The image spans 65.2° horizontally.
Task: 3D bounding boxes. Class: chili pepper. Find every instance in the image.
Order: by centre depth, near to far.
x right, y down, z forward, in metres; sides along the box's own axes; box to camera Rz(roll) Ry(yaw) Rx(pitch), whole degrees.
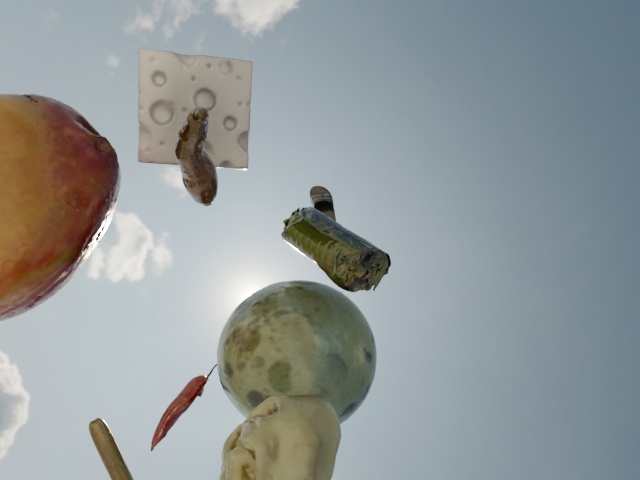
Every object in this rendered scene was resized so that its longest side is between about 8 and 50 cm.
[{"bbox_3d":[-0.345,0.408,1.268,0.050,0.268,0.059,44,-35,-5],"label":"chili pepper"}]

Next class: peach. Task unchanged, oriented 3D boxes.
[{"bbox_3d":[-0.479,-0.057,0.753,0.373,0.372,0.290,-31,-63,31],"label":"peach"}]

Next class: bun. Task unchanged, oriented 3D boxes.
[{"bbox_3d":[-0.073,0.315,0.709,0.133,0.231,0.231,33,-64,-12],"label":"bun"}]

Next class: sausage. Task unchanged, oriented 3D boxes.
[{"bbox_3d":[-0.263,0.282,0.637,0.024,0.024,0.132,2,-65,34],"label":"sausage"}]

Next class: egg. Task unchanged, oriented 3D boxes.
[{"bbox_3d":[-0.055,0.259,1.120,0.345,0.428,0.345,-4,-101,24],"label":"egg"}]

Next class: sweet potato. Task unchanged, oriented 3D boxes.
[{"bbox_3d":[-0.158,-0.107,0.639,0.050,0.050,0.214,59,-19,17],"label":"sweet potato"}]

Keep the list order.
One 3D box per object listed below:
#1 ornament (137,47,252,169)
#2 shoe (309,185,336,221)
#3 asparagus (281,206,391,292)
[{"bbox_3d":[-0.294,-0.296,1.180,0.240,0.239,0.239,-142,-125,-74],"label":"ornament"},{"bbox_3d":[0.011,-0.108,1.587,0.071,0.049,0.179,-13,-116,-2],"label":"shoe"},{"bbox_3d":[0.000,0.000,1.103,0.382,0.128,0.108,36,-60,48],"label":"asparagus"}]
